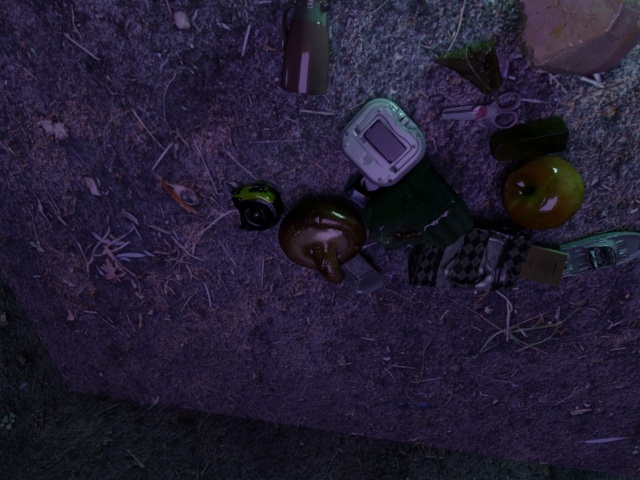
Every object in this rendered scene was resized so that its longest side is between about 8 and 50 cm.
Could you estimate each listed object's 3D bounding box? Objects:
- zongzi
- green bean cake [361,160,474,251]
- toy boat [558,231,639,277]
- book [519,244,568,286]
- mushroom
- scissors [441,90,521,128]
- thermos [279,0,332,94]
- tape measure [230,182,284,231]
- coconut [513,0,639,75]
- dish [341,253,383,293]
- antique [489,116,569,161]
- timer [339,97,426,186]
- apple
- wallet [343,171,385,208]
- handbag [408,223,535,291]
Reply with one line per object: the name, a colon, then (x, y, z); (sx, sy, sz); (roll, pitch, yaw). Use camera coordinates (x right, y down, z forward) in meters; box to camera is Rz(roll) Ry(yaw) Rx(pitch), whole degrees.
zongzi: (0.455, -0.501, 1.230); (0.178, 0.081, 0.189); (0, 144, 36)
green bean cake: (0.320, -0.079, 1.365); (0.307, 0.300, 0.169); (-38, 128, 17)
toy boat: (1.064, 0.045, 1.508); (0.319, 0.092, 0.141); (-20, 116, 23)
book: (0.848, 0.094, 1.581); (0.192, 0.013, 0.168); (17, 133, 31)
mushroom: (0.001, -0.017, 1.580); (0.344, 0.239, 0.346); (-3, 113, -8)
scissors: (0.514, -0.416, 1.292); (0.241, 0.031, 0.118); (-1, 127, 7)
thermos: (-0.049, -0.590, 1.200); (0.176, 0.146, 0.265); (21, 123, 25)
tape measure: (-0.244, -0.130, 1.586); (0.186, 0.112, 0.199); (-6, 127, 11)
coconut: (0.648, -0.565, 1.002); (0.297, 0.309, 0.298); (20, 120, 39)
dish: (0.172, 0.137, 1.744); (0.154, 0.064, 0.234); (-34, 114, 29)
antique: (0.666, -0.323, 1.299); (0.220, 0.080, 0.081); (-7, 138, 16)
timer: (0.204, -0.323, 1.339); (0.262, 0.087, 0.237); (44, 115, -5)
apple: (0.747, -0.158, 1.350); (0.226, 0.246, 0.246); (7, 134, -34)
wallet: (0.211, -0.217, 1.470); (0.170, 0.069, 0.231); (32, 122, -12)
handbag: (0.565, 0.043, 1.530); (0.415, 0.180, 0.317); (4, 135, 1)
